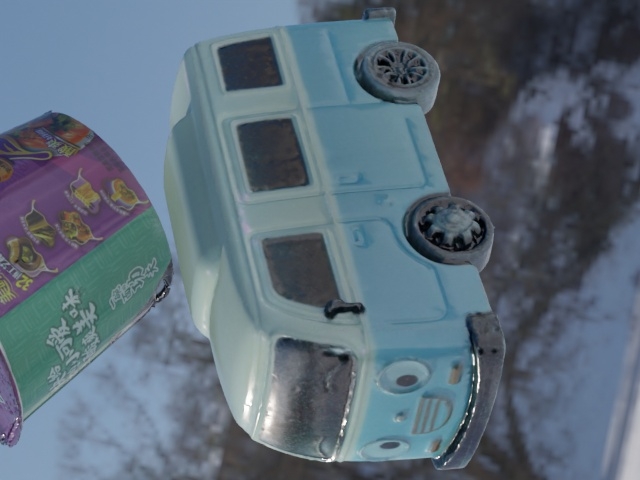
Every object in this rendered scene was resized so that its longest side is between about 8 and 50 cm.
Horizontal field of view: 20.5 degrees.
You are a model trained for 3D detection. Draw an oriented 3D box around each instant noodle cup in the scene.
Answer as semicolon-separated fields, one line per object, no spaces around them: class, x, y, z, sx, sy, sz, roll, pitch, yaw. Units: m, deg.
instant noodle cup;-0.255;0.020;1.495;0.190;0.251;0.251;-35;-32;-28

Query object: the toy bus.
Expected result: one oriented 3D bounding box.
toy bus;0.000;0.000;1.039;0.133;0.165;0.271;101;160;-48
